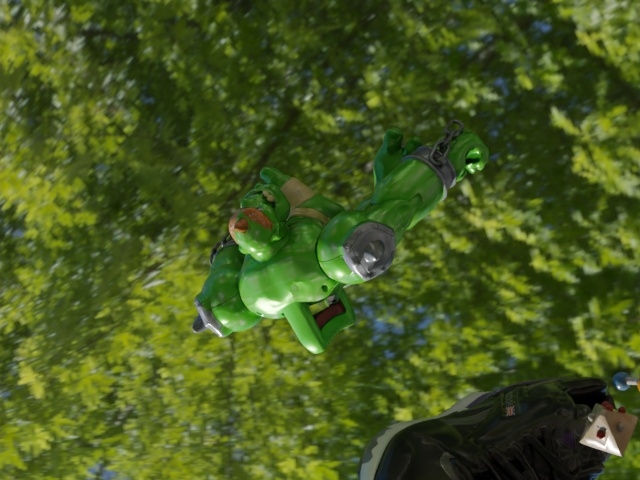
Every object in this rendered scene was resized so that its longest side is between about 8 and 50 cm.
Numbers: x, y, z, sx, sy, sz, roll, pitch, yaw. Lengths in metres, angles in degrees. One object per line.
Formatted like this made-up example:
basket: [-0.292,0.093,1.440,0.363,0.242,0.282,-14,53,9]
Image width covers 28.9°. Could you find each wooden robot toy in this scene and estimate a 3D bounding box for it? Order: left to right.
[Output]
wooden robot toy: [0.238,0.093,0.749,0.079,0.173,0.076,58,-151,-52]

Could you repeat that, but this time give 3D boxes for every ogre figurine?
ogre figurine: [0.000,0.000,0.726,0.118,0.197,0.097,-55,-46,-52]

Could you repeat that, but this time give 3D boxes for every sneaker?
sneaker: [0.127,0.148,0.850,0.283,0.124,0.107,-25,-89,-60]
